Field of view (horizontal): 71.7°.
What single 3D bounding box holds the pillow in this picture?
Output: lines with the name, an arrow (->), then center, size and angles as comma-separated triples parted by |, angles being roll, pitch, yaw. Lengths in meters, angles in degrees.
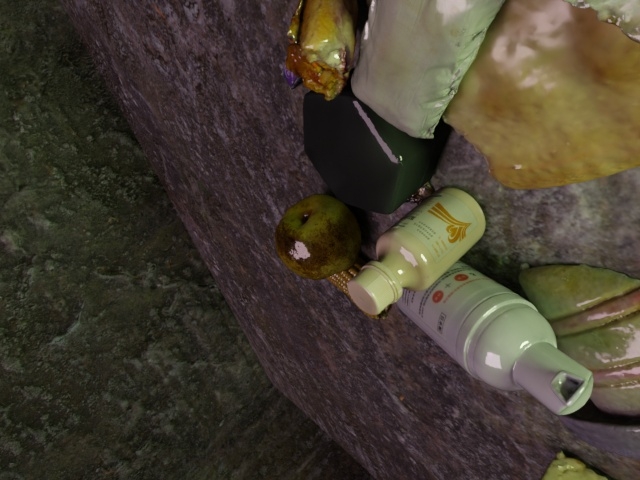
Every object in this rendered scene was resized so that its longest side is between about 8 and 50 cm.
pillow -> 0.097, -0.205, 0.459 | 0.128, 0.051, 0.229 | 36, 157, 10

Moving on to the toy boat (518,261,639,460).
toy boat -> 0.431, 0.173, 0.614 | 0.276, 0.111, 0.294 | -8, 106, 54

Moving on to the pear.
pear -> 0.000, 0.000, 1.027 | 0.197, 0.197, 0.197 | 40, 152, 27

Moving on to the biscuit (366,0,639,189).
biscuit -> 0.228, -0.231, 0.395 | 0.446, 0.104, 0.429 | -1, 128, 54

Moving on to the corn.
corn -> 0.064, 0.077, 1.122 | 0.313, 0.102, 0.102 | 38, 151, 32

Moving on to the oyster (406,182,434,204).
oyster -> 0.173, -0.087, 0.816 | 0.083, 0.019, 0.054 | 9, 130, 57

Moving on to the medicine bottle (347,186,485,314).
medicine bottle -> 0.151, 0.019, 0.714 | 0.114, 0.252, 0.114 | 40, 152, 26

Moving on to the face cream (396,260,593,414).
face cream -> 0.262, 0.143, 0.685 | 0.145, 0.145, 0.370 | 67, 171, -26

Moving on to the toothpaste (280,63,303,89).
toothpaste -> -0.024, -0.349, 0.800 | 0.047, 0.040, 0.196 | 52, 154, -2

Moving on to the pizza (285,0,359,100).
pizza -> 0.004, -0.286, 0.588 | 0.085, 0.305, 0.161 | 9, 126, -2

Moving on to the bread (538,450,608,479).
bread -> 0.552, 0.679, 0.836 | 0.371, 0.279, 0.390 | 25, 143, 48

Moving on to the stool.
stool -> 0.085, -0.166, 0.726 | 0.232, 0.141, 0.232 | 39, 151, 27

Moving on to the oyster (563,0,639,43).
oyster -> 0.237, -0.219, 0.232 | 0.161, 0.107, 0.233 | 29, 155, 0
